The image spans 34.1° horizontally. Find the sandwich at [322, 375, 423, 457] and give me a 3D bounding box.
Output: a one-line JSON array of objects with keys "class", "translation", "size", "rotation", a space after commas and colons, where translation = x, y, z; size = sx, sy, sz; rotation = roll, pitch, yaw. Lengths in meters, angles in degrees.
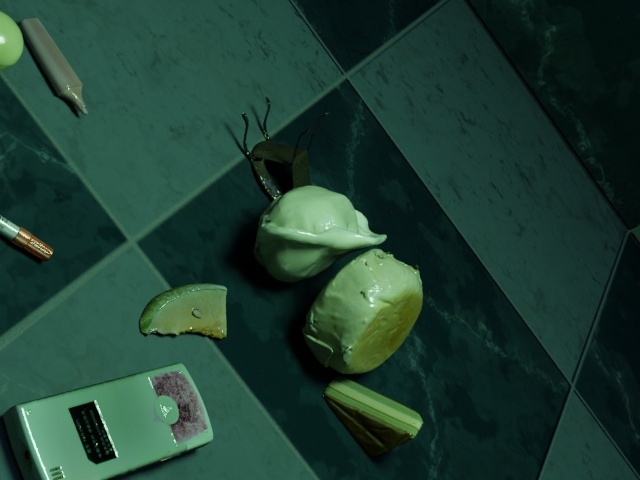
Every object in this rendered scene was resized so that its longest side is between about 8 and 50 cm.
[{"class": "sandwich", "translation": [0.102, 0.314, 1.978], "size": [0.163, 0.113, 0.079], "rotation": [53, 34, -6]}]

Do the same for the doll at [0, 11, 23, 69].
[{"class": "doll", "translation": [-0.563, -0.298, 1.646], "size": [0.141, 0.117, 0.296], "rotation": [47, 21, -4]}]

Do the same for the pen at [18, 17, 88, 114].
[{"class": "pen", "translation": [-0.463, -0.303, 1.834], "size": [0.197, 0.032, 0.053], "rotation": [58, 33, 4]}]

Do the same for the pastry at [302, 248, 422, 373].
[{"class": "pastry", "translation": [0.085, 0.137, 1.991], "size": [0.133, 0.265, 0.264], "rotation": [42, 27, 25]}]

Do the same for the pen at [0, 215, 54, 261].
[{"class": "pen", "translation": [-0.506, -0.039, 1.571], "size": [0.239, 0.028, 0.028], "rotation": [37, 39, -27]}]

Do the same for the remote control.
[{"class": "remote control", "translation": [-0.303, 0.278, 1.553], "size": [0.344, 0.050, 0.145], "rotation": [-7, 69, -54]}]

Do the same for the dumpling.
[{"class": "dumpling", "translation": [0.000, 0.000, 1.993], "size": [0.242, 0.187, 0.318], "rotation": [13, 15, 8]}]

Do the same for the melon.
[{"class": "melon", "translation": [-0.236, 0.118, 1.783], "size": [0.182, 0.054, 0.098], "rotation": [8, 72, -48]}]

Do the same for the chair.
[{"class": "chair", "translation": [-0.072, -0.172, 2.178], "size": [0.174, 0.149, 0.213], "rotation": [-50, 146, -58]}]
